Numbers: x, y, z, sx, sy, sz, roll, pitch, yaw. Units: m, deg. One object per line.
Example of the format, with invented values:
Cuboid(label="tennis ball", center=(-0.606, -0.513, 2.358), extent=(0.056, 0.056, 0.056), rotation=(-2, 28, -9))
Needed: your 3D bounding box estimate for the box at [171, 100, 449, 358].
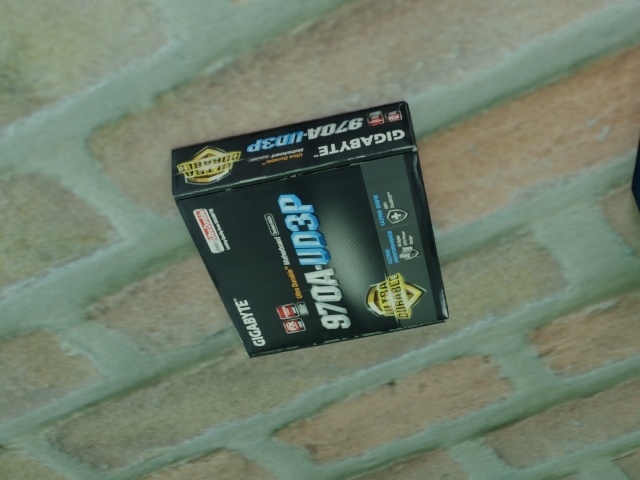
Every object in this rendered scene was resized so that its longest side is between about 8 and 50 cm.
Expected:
Cuboid(label="box", center=(0.000, 0.000, 0.839), extent=(0.175, 0.051, 0.220), rotation=(-11, 141, 5))

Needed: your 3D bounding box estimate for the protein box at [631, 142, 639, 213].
Cuboid(label="protein box", center=(0.308, -0.036, 0.722), extent=(0.136, 0.199, 0.201), rotation=(-8, 141, 2))
